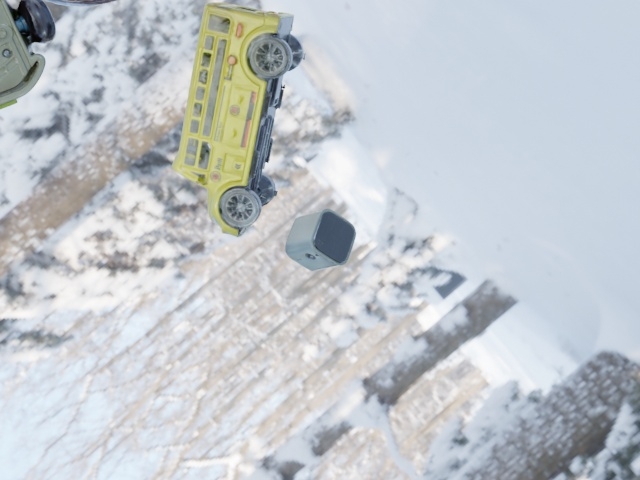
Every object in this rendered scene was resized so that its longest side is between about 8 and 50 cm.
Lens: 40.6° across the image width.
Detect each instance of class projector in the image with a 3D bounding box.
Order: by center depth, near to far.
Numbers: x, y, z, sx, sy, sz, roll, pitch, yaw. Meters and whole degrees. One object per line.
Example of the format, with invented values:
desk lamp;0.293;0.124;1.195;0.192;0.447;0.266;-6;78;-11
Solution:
projector;0.000;0.000;1.488;0.083;0.083;0.082;32;154;-28

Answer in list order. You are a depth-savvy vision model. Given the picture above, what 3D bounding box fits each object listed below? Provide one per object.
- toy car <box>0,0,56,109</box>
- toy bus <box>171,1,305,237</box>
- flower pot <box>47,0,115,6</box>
toy car;-0.461;-0.277;1.079;0.198;0.204;0.248;12;126;63
toy bus;-0.127;-0.177;1.279;0.152;0.330;0.144;14;-163;3
flower pot;-0.131;-0.193;0.449;0.111;0.111;0.089;50;169;21
